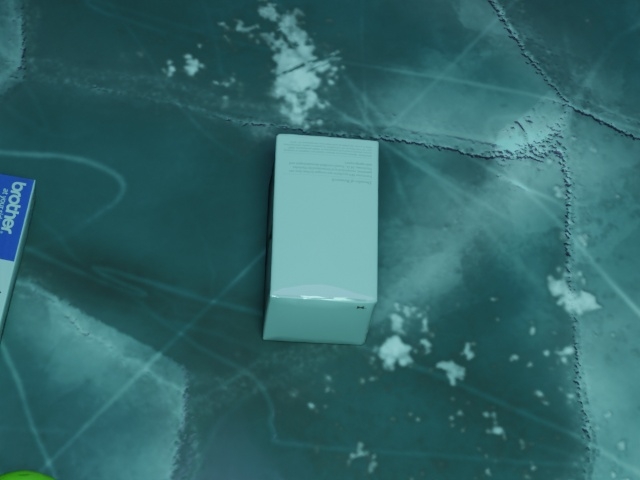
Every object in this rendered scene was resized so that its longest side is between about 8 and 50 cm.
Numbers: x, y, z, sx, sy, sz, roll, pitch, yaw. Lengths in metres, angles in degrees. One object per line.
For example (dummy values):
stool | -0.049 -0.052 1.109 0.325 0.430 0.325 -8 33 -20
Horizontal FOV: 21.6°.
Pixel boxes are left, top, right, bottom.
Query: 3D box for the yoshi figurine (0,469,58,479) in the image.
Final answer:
yoshi figurine | -0.264 0.330 1.312 0.203 0.203 0.362 19 59 12

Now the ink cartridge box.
ink cartridge box | -0.344 0.031 1.625 0.097 0.046 0.207 11 62 -3

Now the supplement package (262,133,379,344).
supplement package | 0.000 0.000 1.651 0.105 0.105 0.179 4 62 -5
